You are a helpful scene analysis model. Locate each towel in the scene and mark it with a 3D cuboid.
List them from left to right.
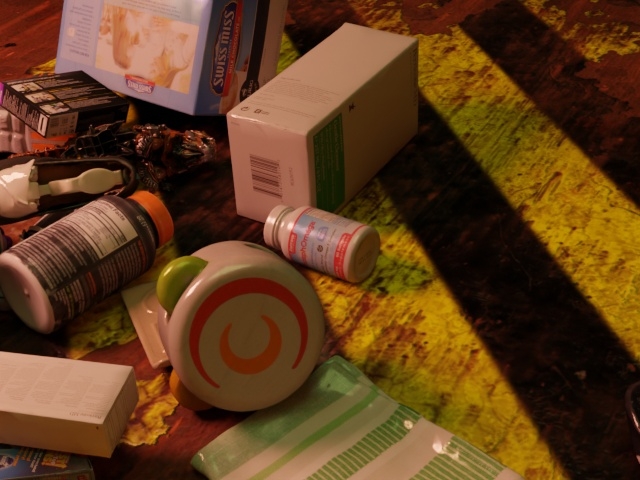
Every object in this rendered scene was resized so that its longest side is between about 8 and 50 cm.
[{"bbox_3d":[0.047,0.267,1.199,0.248,0.038,0.325,-31,44,-32],"label":"towel"}]

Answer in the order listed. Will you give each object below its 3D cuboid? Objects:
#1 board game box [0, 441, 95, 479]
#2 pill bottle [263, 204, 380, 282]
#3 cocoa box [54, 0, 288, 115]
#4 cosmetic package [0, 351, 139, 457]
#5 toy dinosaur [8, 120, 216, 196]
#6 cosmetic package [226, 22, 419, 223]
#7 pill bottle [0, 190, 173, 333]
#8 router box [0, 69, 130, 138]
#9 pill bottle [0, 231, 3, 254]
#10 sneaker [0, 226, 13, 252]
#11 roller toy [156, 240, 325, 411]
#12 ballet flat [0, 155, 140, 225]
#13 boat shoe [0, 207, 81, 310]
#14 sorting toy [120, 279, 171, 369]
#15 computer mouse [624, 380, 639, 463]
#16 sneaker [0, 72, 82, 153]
[{"bbox_3d":[-0.342,0.246,1.241,0.194,0.060,0.194,3,35,7],"label":"board game box"},{"bbox_3d":[0.000,0.000,1.538,0.160,0.087,0.087,18,40,29],"label":"pill bottle"},{"bbox_3d":[-0.274,-0.372,1.914,0.347,0.231,0.228,19,16,29],"label":"cocoa box"},{"bbox_3d":[-0.341,0.186,1.221,0.239,0.060,0.099,5,34,12],"label":"cosmetic package"},{"bbox_3d":[-0.339,-0.127,1.739,0.322,0.164,0.218,-21,20,6],"label":"toy dinosaur"},{"bbox_3d":[0.014,-0.190,1.716,0.155,0.197,0.365,18,42,27],"label":"cosmetic package"},{"bbox_3d":[-0.326,0.020,1.502,0.130,0.130,0.246,25,43,34],"label":"pill bottle"},{"bbox_3d":[-0.437,-0.235,1.798,0.133,0.046,0.179,35,32,26],"label":"router box"},{"bbox_3d":[-0.551,0.092,1.354,0.204,0.204,0.361,-2,35,2],"label":"pill bottle"},{"bbox_3d":[-0.556,-0.014,1.640,0.098,0.083,0.224,5,19,-44],"label":"sneaker"},{"bbox_3d":[-0.100,0.104,1.297,0.191,0.209,0.146,-11,14,-14],"label":"roller toy"},{"bbox_3d":[-0.399,-0.083,1.538,0.280,0.095,0.096,-13,5,-23],"label":"ballet flat"},{"bbox_3d":[-0.424,0.011,1.568,0.083,0.076,0.226,8,37,17],"label":"boat shoe"},{"bbox_3d":[-0.162,0.101,1.459,0.193,0.038,0.208,-15,32,-17],"label":"sorting toy"},{"bbox_3d":[0.375,0.274,1.146,0.184,0.060,0.262,-10,47,-17],"label":"computer mouse"},{"bbox_3d":[-0.578,-0.232,1.910,0.321,0.124,0.180,9,32,-1],"label":"sneaker"}]
